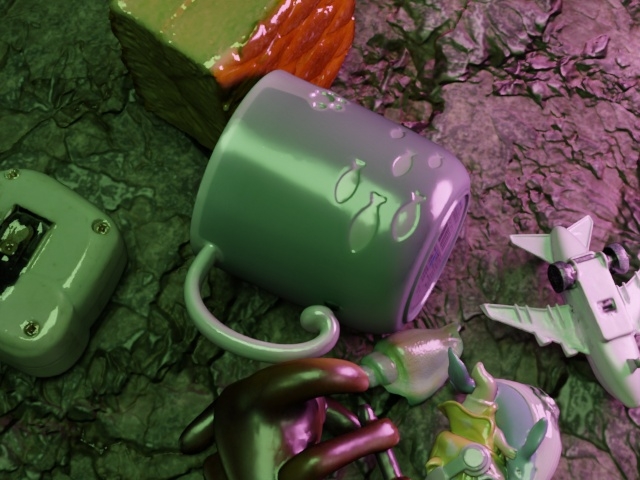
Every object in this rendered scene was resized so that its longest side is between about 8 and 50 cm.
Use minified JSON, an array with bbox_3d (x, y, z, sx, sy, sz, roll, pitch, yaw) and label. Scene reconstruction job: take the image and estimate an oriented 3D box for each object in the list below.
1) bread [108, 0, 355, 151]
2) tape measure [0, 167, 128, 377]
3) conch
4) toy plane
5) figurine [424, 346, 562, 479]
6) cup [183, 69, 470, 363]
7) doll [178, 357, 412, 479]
[{"bbox_3d":[-0.104,-0.277,1.591,0.207,0.279,0.279,32,69,16],"label":"bread"},{"bbox_3d":[-0.399,0.037,1.550,0.258,0.130,0.265,20,68,15],"label":"tape measure"},{"bbox_3d":[0.105,0.153,1.492,0.180,0.065,0.088,-22,63,-17],"label":"conch"},{"bbox_3d":[0.333,0.084,1.488,0.251,0.101,0.255,-15,65,-16],"label":"toy plane"},{"bbox_3d":[0.192,0.231,1.423,0.184,0.128,0.208,-26,58,-5],"label":"figurine"},{"bbox_3d":[0.000,0.000,1.456,0.274,0.259,0.356,24,60,12],"label":"cup"},{"bbox_3d":[-0.015,0.298,1.381,0.318,0.209,0.339,-26,59,28],"label":"doll"}]
